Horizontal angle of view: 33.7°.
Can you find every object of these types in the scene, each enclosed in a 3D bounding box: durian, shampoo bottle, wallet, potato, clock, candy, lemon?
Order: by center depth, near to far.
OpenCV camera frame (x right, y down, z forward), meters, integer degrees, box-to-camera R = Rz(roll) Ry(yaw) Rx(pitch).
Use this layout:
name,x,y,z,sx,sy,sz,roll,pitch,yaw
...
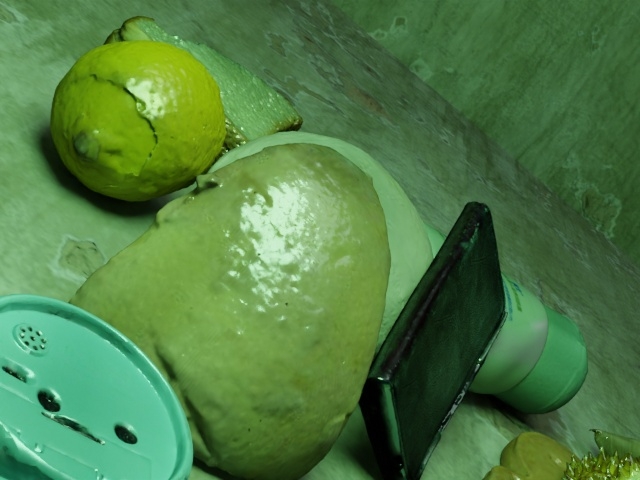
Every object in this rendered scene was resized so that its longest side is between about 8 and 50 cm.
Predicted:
name,x,y,z,sx,sy,sz,roll,pitch,yaw
clock,-0.187,0.132,0.727,0.223,0.094,0.274,33,23,-26
potato,-0.050,0.051,0.915,0.211,0.264,0.189,27,15,-48
lemon,-0.190,-0.128,1.126,0.193,0.181,0.181,0,43,-37
wallet,0.129,0.109,1.140,0.318,0.045,0.173,-53,137,-44
candy,0.000,0.000,1.159,0.295,0.185,0.296,19,45,-21
durian,0.381,0.325,1.255,0.252,0.144,0.139,49,54,-16
shampoo bottle,0.210,0.114,1.396,0.349,0.151,0.222,30,19,-27

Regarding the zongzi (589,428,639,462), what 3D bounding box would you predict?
name,x,y,z,sx,sy,sz,roll,pitch,yaw
zongzi,0.464,0.350,1.465,0.197,0.099,0.194,30,21,-2

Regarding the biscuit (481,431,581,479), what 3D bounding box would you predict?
name,x,y,z,sx,sy,sz,roll,pitch,yaw
biscuit,0.302,0.346,1.237,0.275,0.052,0.355,42,21,-1

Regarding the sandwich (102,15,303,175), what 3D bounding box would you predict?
name,x,y,z,sx,sy,sz,roll,pitch,yaw
sandwich,-0.158,-0.199,1.436,0.254,0.100,0.288,42,21,0
